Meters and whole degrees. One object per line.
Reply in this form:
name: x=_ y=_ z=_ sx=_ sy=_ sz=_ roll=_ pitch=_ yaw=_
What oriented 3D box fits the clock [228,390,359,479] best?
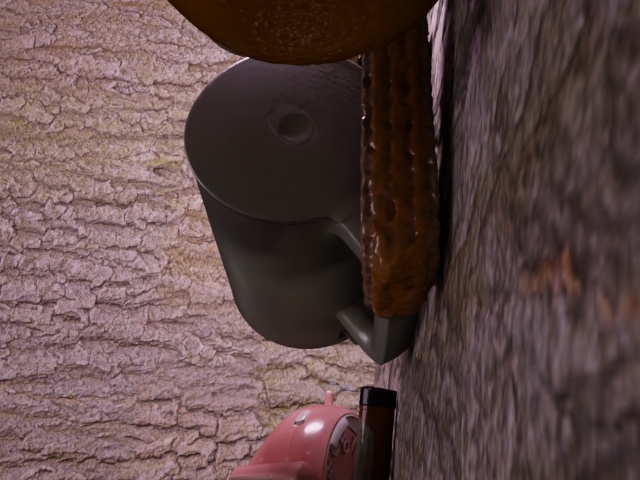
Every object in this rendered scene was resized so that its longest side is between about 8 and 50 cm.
clock: x=-0.005 y=0.338 z=0.841 sx=0.241 sy=0.142 sz=0.227 roll=-38 pitch=-67 yaw=-60

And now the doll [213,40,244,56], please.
doll: x=-0.035 y=-0.376 z=0.556 sx=0.370 sy=0.215 sz=0.226 roll=-60 pitch=-28 yaw=-22

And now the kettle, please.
kettle: x=-0.016 y=-0.002 z=0.666 sx=0.318 sy=0.205 sz=0.265 roll=89 pitch=178 yaw=-60

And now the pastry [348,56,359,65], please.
pastry: x=-0.016 y=-0.230 z=0.804 sx=0.265 sy=0.133 sz=0.264 roll=-177 pitch=90 yaw=-89

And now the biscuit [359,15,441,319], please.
biscuit: x=0.061 y=-0.126 z=0.499 sx=0.094 sy=0.054 sz=0.378 roll=78 pitch=-167 yaw=-60

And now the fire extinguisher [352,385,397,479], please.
fire extinguisher: x=0.068 y=0.278 z=0.788 sx=0.062 sy=0.050 sz=0.177 roll=41 pitch=-126 yaw=-71

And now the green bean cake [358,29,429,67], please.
green bean cake: x=0.088 y=-0.167 z=0.787 sx=0.185 sy=0.094 sz=0.183 roll=95 pitch=-179 yaw=-87

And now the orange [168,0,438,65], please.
orange: x=-0.015 y=-0.215 z=0.338 sx=0.236 sy=0.236 sz=0.236 roll=5 pitch=-90 yaw=-85
